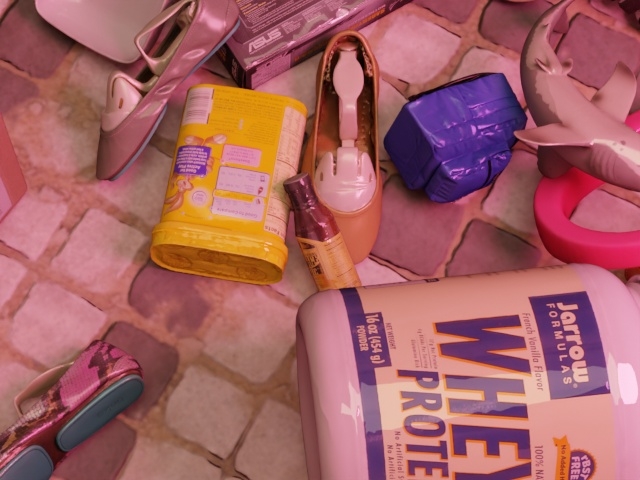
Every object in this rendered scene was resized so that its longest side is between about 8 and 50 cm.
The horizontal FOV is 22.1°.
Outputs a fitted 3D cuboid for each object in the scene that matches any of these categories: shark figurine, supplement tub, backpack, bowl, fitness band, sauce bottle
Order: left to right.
[{"bbox_3d":[-0.195,-0.256,1.589,0.142,0.053,0.142,30,109,19],"label":"bowl"},{"bbox_3d":[0.000,0.000,1.509,0.042,0.042,0.128,-25,102,-11],"label":"sauce bottle"},{"bbox_3d":[0.136,-0.097,1.554,0.120,0.098,0.101,-25,80,-24],"label":"backpack"},{"bbox_3d":[0.151,0.143,1.389,0.325,0.235,0.235,-6,70,-5],"label":"supplement tub"},{"bbox_3d":[0.223,-0.122,1.521,0.166,0.116,0.278,-6,49,-16],"label":"shark figurine"},{"bbox_3d":[0.335,-0.059,1.509,0.291,0.054,0.209,-28,35,-13],"label":"fitness band"}]

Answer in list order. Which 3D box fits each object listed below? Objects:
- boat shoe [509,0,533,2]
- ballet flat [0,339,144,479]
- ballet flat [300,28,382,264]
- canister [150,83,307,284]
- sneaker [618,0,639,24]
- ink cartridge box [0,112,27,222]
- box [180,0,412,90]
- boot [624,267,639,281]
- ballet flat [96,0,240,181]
[{"bbox_3d":[0.193,-0.381,1.660,0.103,0.092,0.285,1,70,-2],"label":"boat shoe"},{"bbox_3d":[-0.254,0.171,1.454,0.079,0.077,0.221,34,66,29],"label":"ballet flat"},{"bbox_3d":[0.020,-0.093,1.556,0.080,0.073,0.232,0,70,-2],"label":"ballet flat"},{"bbox_3d":[-0.082,-0.054,1.539,0.126,0.073,0.169,9,68,1],"label":"canister"},{"bbox_3d":[0.308,-0.323,1.620,0.281,0.106,0.162,39,57,-21],"label":"sneaker"},{"bbox_3d":[-0.372,-0.018,1.448,0.088,0.193,0.234,33,72,10],"label":"ink cartridge box"},{"bbox_3d":[-0.026,-0.279,1.632,0.231,0.056,0.183,-31,73,-13],"label":"box"},{"bbox_3d":[0.377,0.075,1.502,0.073,0.197,0.152,-55,41,-3],"label":"boot"},{"bbox_3d":[-0.162,-0.155,1.546,0.068,0.072,0.213,37,93,-27],"label":"ballet flat"}]
